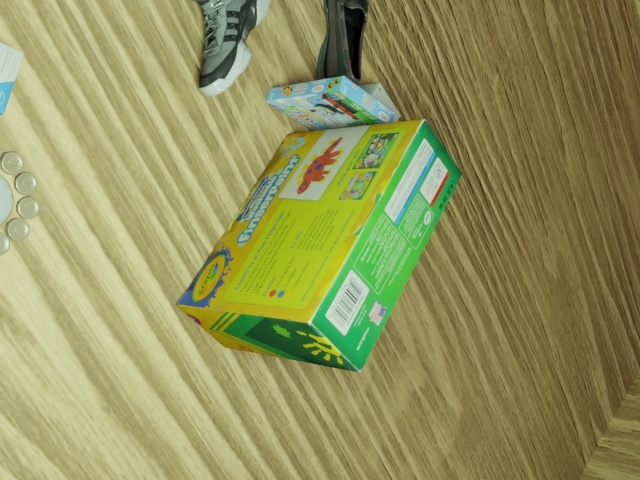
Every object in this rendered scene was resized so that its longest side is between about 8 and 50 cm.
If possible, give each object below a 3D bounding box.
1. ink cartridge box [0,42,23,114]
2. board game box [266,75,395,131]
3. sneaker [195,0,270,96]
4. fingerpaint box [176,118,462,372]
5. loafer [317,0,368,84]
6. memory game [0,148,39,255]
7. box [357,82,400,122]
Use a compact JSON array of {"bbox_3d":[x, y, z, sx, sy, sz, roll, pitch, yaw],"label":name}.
[{"bbox_3d":[-0.543,-0.263,1.188,0.180,0.060,0.104,23,76,-42],"label":"ink cartridge box"},{"bbox_3d":[0.019,-0.268,1.631,0.160,0.211,0.039,26,74,-41],"label":"board game box"},{"bbox_3d":[-0.197,-0.404,1.499,0.153,0.101,0.268,39,60,-37],"label":"sneaker"},{"bbox_3d":[0.000,0.000,1.511,0.163,0.371,0.444,48,59,-34],"label":"fingerpaint box"},{"bbox_3d":[0.066,-0.467,1.751,0.109,0.095,0.302,12,83,-44],"label":"loafer"},{"bbox_3d":[-0.521,-0.064,1.251,0.186,0.012,0.186,-2,93,-45],"label":"memory game"},{"bbox_3d":[0.104,-0.278,1.799,0.101,0.087,0.102,52,57,-32],"label":"box"}]
